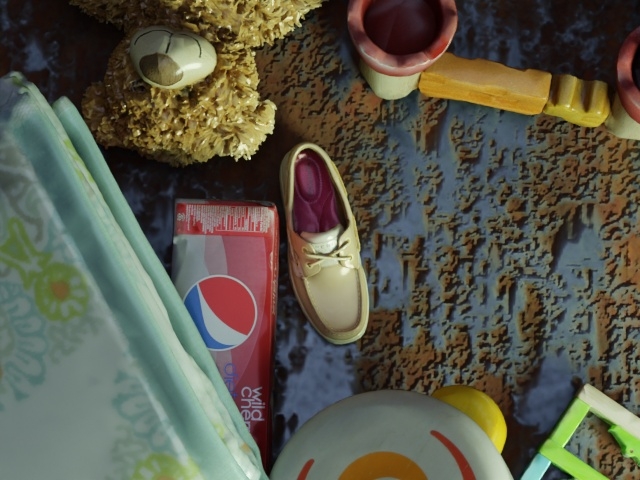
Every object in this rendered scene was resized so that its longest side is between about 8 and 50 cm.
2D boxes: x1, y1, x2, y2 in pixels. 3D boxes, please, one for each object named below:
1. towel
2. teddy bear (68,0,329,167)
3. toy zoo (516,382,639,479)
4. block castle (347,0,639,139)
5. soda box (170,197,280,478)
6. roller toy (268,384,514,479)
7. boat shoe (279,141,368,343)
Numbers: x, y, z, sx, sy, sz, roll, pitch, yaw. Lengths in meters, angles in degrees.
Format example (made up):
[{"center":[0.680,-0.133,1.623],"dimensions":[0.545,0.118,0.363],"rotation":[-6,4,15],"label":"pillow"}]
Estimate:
[{"center":[-0.255,0.104,1.278],"dimensions":[0.320,0.090,0.374],"rotation":[-30,83,11],"label":"towel"},{"center":[-0.100,-0.233,1.390],"dimensions":[0.245,0.113,0.338],"rotation":[29,75,-10],"label":"teddy bear"},{"center":[0.208,0.286,1.354],"dimensions":[0.192,0.030,0.293],"rotation":[34,81,5],"label":"toy zoo"},{"center":[0.195,-0.322,1.375],"dimensions":[0.303,0.213,0.453],"rotation":[11,80,1],"label":"block castle"},{"center":[-0.078,0.103,1.349],"dimensions":[0.083,0.092,0.263],"rotation":[2,80,2],"label":"soda box"},{"center":[0.059,0.218,1.298],"dimensions":[0.191,0.146,0.209],"rotation":[-13,67,8],"label":"roller toy"},{"center":[0.000,0.000,1.388],"dimensions":[0.063,0.059,0.170],"rotation":[-15,80,-4],"label":"boat shoe"}]
